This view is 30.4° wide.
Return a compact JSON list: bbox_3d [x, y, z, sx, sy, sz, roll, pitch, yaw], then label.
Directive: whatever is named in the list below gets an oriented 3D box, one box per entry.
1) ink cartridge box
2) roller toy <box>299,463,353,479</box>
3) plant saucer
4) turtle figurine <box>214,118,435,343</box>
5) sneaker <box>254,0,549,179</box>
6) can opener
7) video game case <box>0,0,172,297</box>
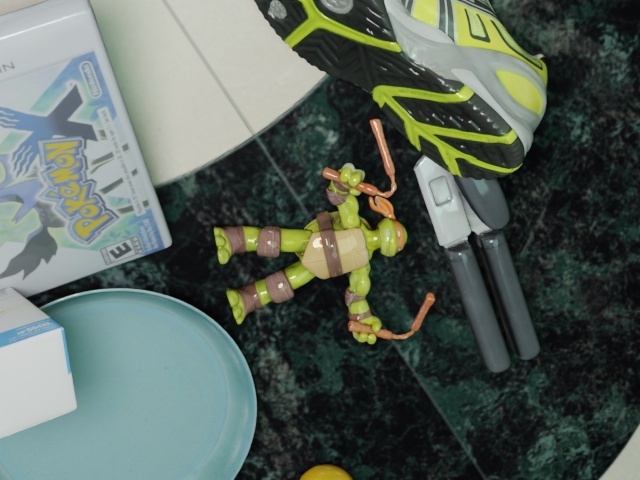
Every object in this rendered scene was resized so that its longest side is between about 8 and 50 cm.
[{"bbox_3d":[-0.311,0.112,1.138,0.090,0.143,0.092,-19,117,-31],"label":"ink cartridge box"},{"bbox_3d":[-0.001,0.385,1.369,0.191,0.146,0.209,-36,110,-10],"label":"roller toy"},{"bbox_3d":[-0.229,0.191,1.287,0.317,0.044,0.317,-6,112,-14],"label":"plant saucer"},{"bbox_3d":[0.000,0.000,1.252,0.217,0.087,0.269,-12,122,-3],"label":"turtle figurine"},{"bbox_3d":[0.072,-0.229,1.176,0.385,0.145,0.147,43,57,-17],"label":"sneaker"},{"bbox_3d":[0.182,0.023,1.305,0.076,0.095,0.283,-23,108,-5],"label":"can opener"},{"bbox_3d":[-0.314,-0.053,1.092,0.300,0.036,0.329,-20,143,-7],"label":"video game case"}]
